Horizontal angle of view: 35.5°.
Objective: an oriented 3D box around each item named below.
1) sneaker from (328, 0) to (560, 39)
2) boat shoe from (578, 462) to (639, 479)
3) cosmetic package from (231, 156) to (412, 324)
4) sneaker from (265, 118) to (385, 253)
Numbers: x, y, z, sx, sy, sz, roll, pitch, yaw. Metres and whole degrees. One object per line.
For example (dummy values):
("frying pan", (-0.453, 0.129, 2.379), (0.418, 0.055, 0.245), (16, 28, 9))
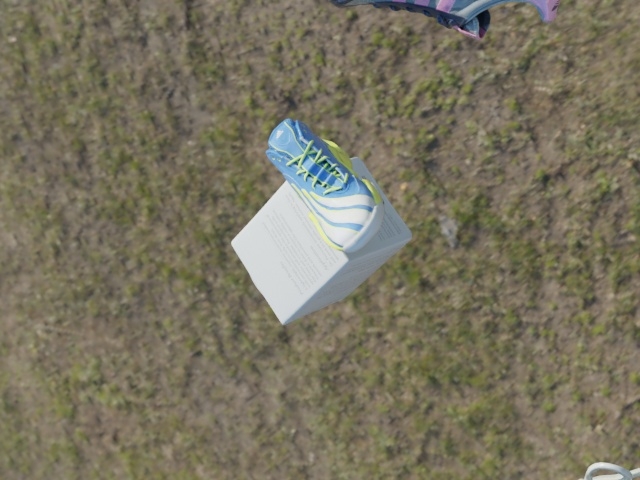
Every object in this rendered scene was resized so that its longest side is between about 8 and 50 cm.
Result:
("sneaker", (0.152, -0.313, 1.280), (0.319, 0.112, 0.131), (-4, 107, 31))
("boat shoe", (0.238, 0.259, 0.843), (0.156, 0.367, 0.136), (49, 164, 24))
("cosmetic package", (0.000, 0.000, 1.453), (0.183, 0.151, 0.151), (-44, 73, 42))
("sneaker", (-0.009, -0.073, 1.208), (0.091, 0.126, 0.240), (-50, 28, 10))
